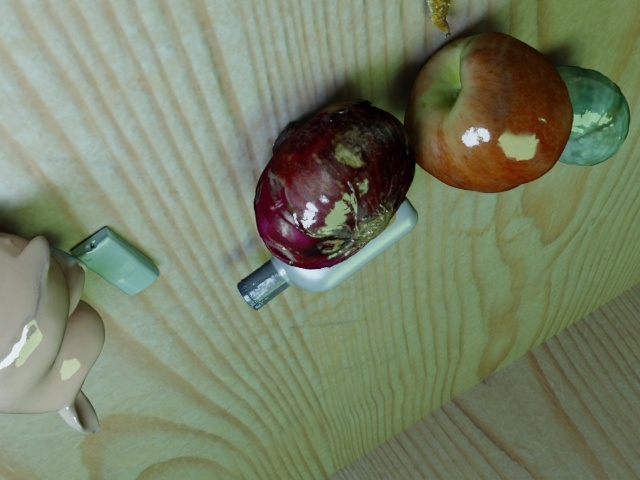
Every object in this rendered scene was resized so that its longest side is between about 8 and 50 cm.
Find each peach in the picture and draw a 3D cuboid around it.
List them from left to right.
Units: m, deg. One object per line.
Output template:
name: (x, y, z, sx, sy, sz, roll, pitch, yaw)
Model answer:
peach: (0.248, -0.171, 1.389, 0.232, 0.232, 0.257, -44, 137, 19)

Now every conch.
conch: (0.397, -0.198, 1.613, 0.220, 0.195, 0.277, -29, -171, 42)

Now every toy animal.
toy animal: (-0.365, 0.102, 1.183, 0.213, 0.195, 0.256, -66, 161, -10)

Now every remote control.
remote control: (-0.275, 0.033, 1.334, 0.061, 0.029, 0.162, -37, 156, 1)

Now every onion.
onion: (0.016, -0.078, 1.313, 0.246, 0.190, 0.246, -47, 171, -10)

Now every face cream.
face cream: (0.000, 0.000, 1.496, 0.291, 0.144, 0.071, -36, 172, 7)

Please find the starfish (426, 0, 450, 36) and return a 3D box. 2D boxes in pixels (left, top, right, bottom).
starfish: (0.219, -0.380, 1.138, 0.293, 0.084, 0.301, -39, 152, 12)
